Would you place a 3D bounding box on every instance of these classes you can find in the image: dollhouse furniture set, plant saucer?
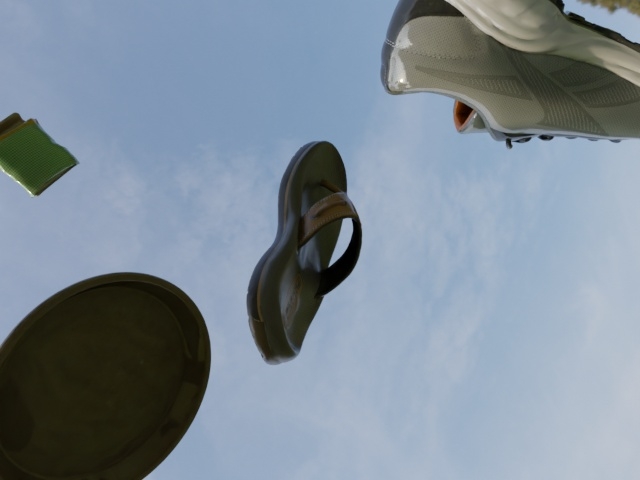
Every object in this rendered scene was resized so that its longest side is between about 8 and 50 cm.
[{"bbox_3d":[-0.296,-0.066,0.525,0.076,0.058,0.151,39,-125,-1],"label":"dollhouse furniture set"},{"bbox_3d":[-0.247,0.167,0.667,0.278,0.041,0.277,-17,-65,-43],"label":"plant saucer"}]

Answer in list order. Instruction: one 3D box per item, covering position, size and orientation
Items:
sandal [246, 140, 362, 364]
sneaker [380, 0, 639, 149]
[{"bbox_3d":[0.000,0.000,0.460,0.219,0.060,0.090,-71,-34,-49],"label":"sandal"},{"bbox_3d":[0.164,-0.112,0.423,0.272,0.100,0.108,17,-63,-19],"label":"sneaker"}]
